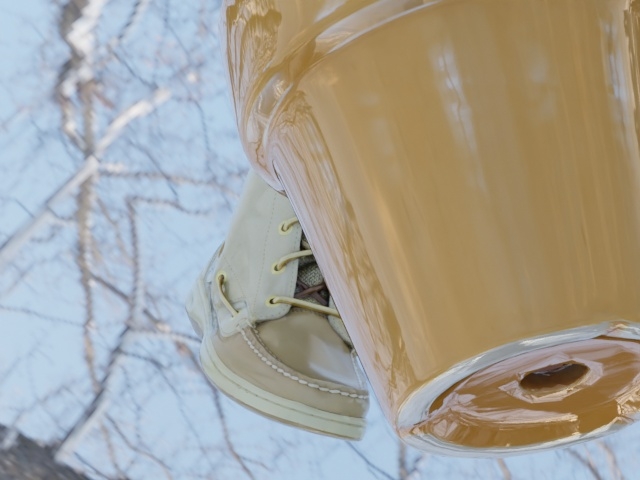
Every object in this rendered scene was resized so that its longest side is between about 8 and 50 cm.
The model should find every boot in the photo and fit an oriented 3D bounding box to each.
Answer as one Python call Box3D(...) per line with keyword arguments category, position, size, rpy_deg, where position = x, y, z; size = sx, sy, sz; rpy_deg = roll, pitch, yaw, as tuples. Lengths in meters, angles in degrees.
Box3D(category="boot", position=(0.000, 0.000, 1.171), size=(0.095, 0.262, 0.203), rpy_deg=(21, -78, -19))

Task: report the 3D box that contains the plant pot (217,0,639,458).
Box3D(category="plant pot", position=(0.073, -0.021, 0.733), size=(0.205, 0.205, 0.188), rpy_deg=(-15, -116, 8))
